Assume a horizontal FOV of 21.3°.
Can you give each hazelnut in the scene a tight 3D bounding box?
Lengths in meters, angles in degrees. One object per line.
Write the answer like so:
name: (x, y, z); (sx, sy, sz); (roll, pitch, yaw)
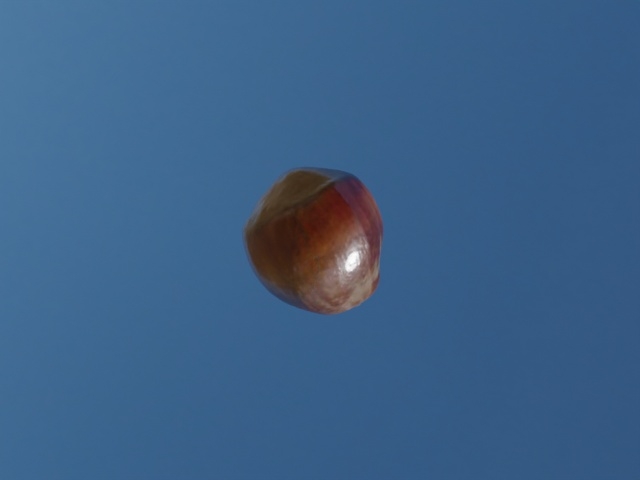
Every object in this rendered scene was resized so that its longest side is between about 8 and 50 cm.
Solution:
hazelnut: (0.000, 0.000, 0.907); (0.086, 0.086, 0.086); (-26, -126, 42)
